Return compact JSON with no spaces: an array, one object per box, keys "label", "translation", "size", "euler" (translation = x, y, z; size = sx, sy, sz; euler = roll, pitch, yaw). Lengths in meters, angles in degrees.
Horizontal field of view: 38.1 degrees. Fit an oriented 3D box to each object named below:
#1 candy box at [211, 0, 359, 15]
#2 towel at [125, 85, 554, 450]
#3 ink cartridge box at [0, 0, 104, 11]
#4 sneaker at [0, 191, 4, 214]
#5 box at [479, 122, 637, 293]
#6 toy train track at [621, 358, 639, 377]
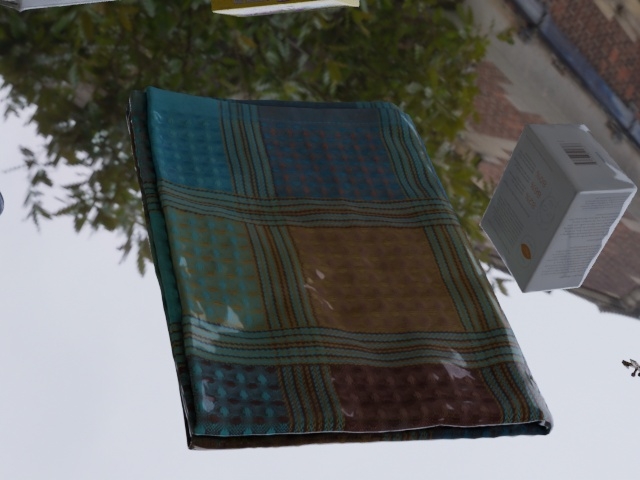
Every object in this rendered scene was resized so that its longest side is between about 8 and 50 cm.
[{"label":"candy box","translation":[-0.054,-0.367,1.425],"size":[0.205,0.105,0.027],"euler":[1,-84,24]},{"label":"towel","translation":[0.000,0.000,0.728],"size":[0.370,0.271,0.040],"euler":[-109,-152,-45]},{"label":"ink cartridge box","translation":[-0.195,-0.352,0.881],"size":[0.129,0.307,0.223],"euler":[22,-61,36]},{"label":"sneaker","translation":[-0.467,-0.066,1.186],"size":[0.163,0.226,0.086],"euler":[25,-102,38]},{"label":"box","translation":[0.289,-0.040,1.149],"size":[0.171,0.091,0.130],"euler":[107,-31,-42]},{"label":"toy train track","translation":[0.413,0.171,1.163],"size":[0.083,0.048,0.014],"euler":[22,-104,50]}]
